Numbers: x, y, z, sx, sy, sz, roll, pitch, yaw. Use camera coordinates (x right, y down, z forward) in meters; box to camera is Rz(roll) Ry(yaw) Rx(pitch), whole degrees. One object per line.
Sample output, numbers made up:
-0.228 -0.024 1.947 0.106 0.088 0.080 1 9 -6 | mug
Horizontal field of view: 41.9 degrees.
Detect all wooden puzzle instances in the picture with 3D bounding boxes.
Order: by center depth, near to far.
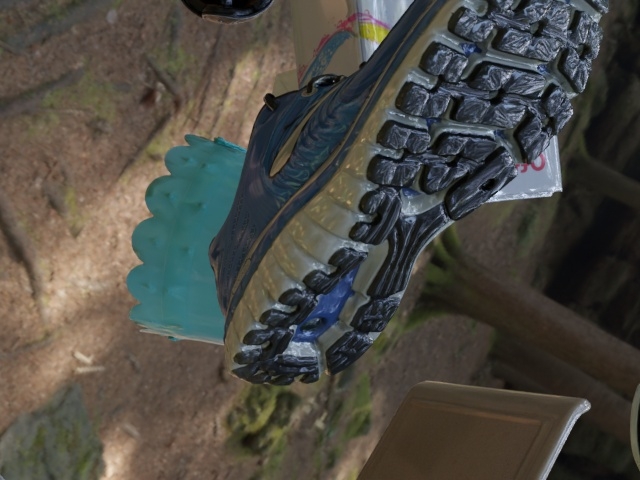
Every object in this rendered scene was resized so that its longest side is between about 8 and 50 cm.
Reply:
0.097 0.221 0.705 0.238 0.044 0.221 -50 -161 -23 | wooden puzzle

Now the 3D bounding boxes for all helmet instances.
-0.161 -0.453 1.445 0.170 0.161 0.169 -10 113 -23 | helmet

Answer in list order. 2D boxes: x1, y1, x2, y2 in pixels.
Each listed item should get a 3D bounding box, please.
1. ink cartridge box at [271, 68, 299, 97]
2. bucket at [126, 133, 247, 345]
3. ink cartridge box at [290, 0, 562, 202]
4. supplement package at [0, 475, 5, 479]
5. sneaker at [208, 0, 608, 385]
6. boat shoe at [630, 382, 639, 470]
0.038 -0.178 1.196 0.198 0.115 0.067 22 73 -40 | ink cartridge box
-0.115 0.012 1.106 0.281 0.183 0.281 16 90 -81 | bucket
0.097 -0.183 0.798 0.226 0.131 0.306 -6 93 -30 | ink cartridge box
-0.467 0.301 0.810 0.263 0.198 0.199 -38 163 -39 | supplement package
0.024 -0.067 0.496 0.130 0.147 0.330 15 123 -44 | sneaker
0.402 0.263 0.925 0.081 0.069 0.227 -14 95 -30 | boat shoe
